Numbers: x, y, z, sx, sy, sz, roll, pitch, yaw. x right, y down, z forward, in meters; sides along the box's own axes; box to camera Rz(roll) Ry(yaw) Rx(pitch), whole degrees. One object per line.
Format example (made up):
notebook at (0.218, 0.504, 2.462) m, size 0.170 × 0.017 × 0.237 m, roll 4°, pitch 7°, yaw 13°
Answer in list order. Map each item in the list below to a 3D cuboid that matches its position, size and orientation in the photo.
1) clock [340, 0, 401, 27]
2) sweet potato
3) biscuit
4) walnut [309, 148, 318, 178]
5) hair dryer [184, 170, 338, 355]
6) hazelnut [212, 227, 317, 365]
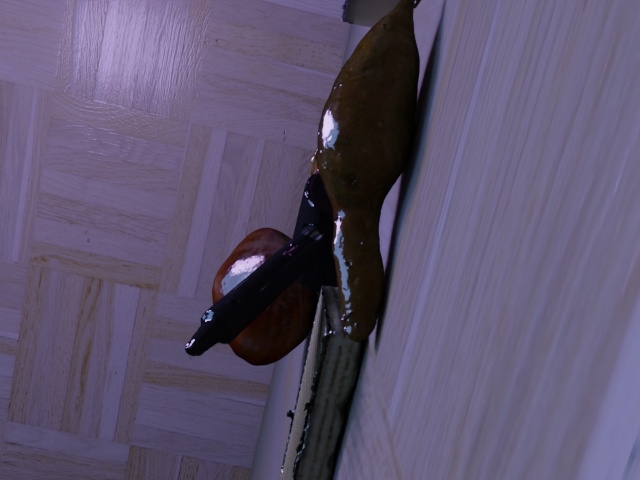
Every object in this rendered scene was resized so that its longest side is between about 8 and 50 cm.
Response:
clock at (0.079, -0.345, 0.717) m, size 0.146 × 0.071 × 0.192 m, roll -81°, pitch 5°, yaw -45°
sweet potato at (0.031, -0.060, 0.504) m, size 0.075 × 0.075 × 0.269 m, roll 127°, pitch 151°, yaw -82°
biscuit at (-0.004, 0.150, 0.586) m, size 0.121 × 0.041 × 0.199 m, roll -107°, pitch 29°, yaw -76°
walnut at (0.009, -0.051, 0.860) m, size 0.143 × 0.069 × 0.170 m, roll -81°, pitch 6°, yaw -59°
hair dryer at (-0.035, 0.039, 0.603) m, size 0.248 × 0.071 × 0.114 m, roll -46°, pitch -21°, yaw -44°
hazelnut at (-0.082, 0.088, 1.084) m, size 0.181 × 0.181 × 0.212 m, roll 39°, pitch -156°, yaw -48°
